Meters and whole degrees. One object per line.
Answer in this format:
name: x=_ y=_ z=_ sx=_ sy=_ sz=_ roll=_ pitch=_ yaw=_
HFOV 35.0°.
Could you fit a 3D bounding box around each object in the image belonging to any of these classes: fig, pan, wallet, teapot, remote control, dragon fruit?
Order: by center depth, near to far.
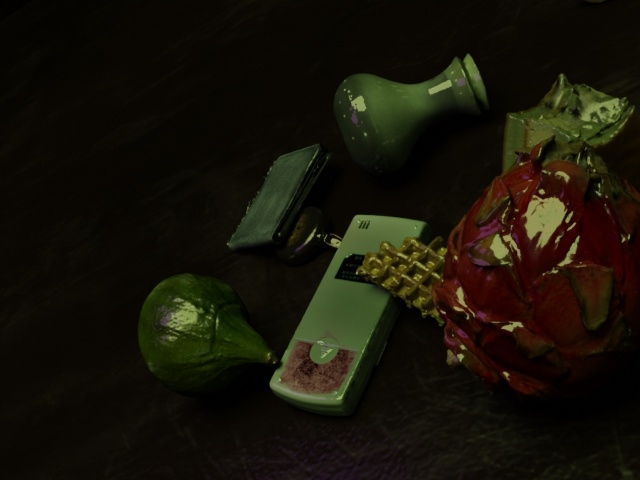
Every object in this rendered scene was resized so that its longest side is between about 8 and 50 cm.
dragon fruit: x=0.282 y=0.047 z=1.245 sx=0.343 sy=0.277 sz=0.277 roll=-60 pitch=28 yaw=30
remote control: x=0.050 y=0.108 z=1.564 sx=0.145 sy=0.050 sz=0.344 roll=8 pitch=58 yaw=36
fig: x=-0.158 y=0.145 z=1.592 sx=0.235 sy=0.203 sz=0.203 roll=-5 pitch=50 yaw=33
teapot: x=0.155 y=-0.223 z=1.731 sx=0.250 sy=0.183 sz=0.183 roll=-21 pitch=40 yaw=4
pan: x=-0.001 y=-0.002 z=1.732 sx=0.212 sy=0.040 sz=0.115 roll=14 pitch=68 yaw=47
wallet: x=-0.072 y=-0.078 z=1.839 sx=0.167 sy=0.036 sz=0.222 roll=-10 pitch=47 yaw=55

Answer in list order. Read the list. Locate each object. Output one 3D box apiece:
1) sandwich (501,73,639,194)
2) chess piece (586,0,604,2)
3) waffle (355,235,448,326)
sandwich: x=0.333 y=-0.087 z=1.412 sx=0.227 sy=0.198 sz=0.155 roll=-46 pitch=39 yaw=-9
chess piece: x=0.497 y=-0.506 z=1.779 sx=0.094 sy=0.094 sz=0.170 roll=-3 pitch=47 yaw=38
waffle: x=0.146 y=0.065 z=1.497 sx=0.192 sy=0.046 sz=0.161 roll=-1 pitch=56 yaw=12
